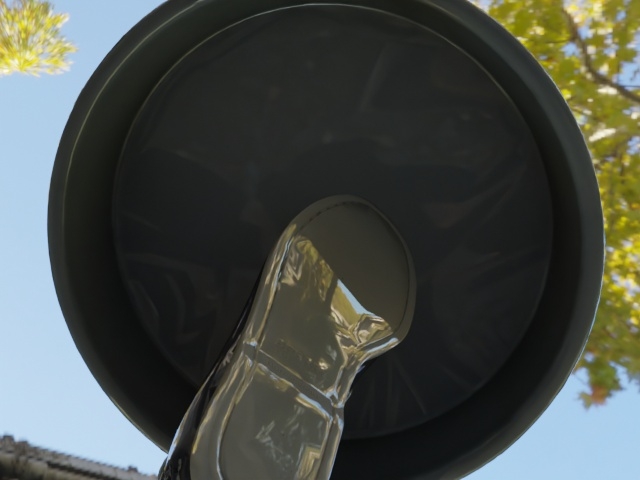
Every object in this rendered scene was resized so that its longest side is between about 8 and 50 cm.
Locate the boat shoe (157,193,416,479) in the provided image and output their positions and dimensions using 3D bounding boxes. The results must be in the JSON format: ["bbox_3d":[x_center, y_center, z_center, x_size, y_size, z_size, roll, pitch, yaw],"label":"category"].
[{"bbox_3d":[-0.016,0.051,0.426,0.075,0.206,0.065,42,-52,-11],"label":"boat shoe"}]

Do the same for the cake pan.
[{"bbox_3d":[0.000,0.000,0.524,0.293,0.054,0.293,2,-77,10],"label":"cake pan"}]
